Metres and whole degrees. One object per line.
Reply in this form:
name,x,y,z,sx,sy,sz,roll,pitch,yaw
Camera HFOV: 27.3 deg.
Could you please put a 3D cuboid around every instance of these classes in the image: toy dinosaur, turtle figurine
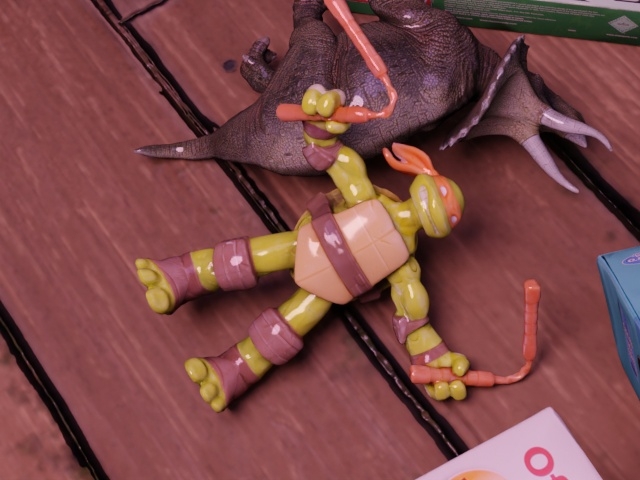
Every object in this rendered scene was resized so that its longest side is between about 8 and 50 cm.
toy dinosaur,0.020,-0.104,0.881,0.314,0.121,0.160,-10,43,-1
turtle figurine,0.000,0.000,0.823,0.217,0.087,0.269,-27,106,5

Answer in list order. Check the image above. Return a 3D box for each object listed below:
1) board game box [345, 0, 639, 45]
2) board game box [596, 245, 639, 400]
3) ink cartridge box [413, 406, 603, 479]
board game box,0.162,-0.253,0.985,0.317,0.046,0.213,8,65,12
board game box,0.296,0.062,0.654,0.254,0.336,0.079,-14,106,6
ink cartridge box,0.064,0.231,0.676,0.233,0.168,0.171,-27,62,-7
